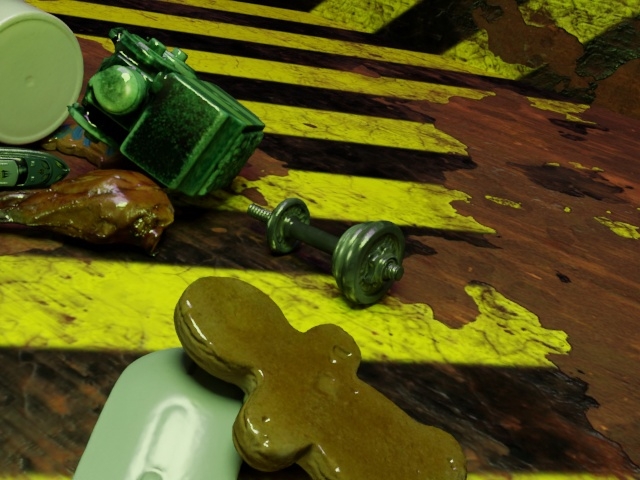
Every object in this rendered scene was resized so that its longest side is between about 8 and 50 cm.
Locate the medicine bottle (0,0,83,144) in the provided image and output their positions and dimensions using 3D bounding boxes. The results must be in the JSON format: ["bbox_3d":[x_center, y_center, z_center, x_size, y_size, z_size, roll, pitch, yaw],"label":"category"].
[{"bbox_3d":[-0.533,-0.284,1.161,0.302,0.241,0.241,26,29,25],"label":"medicine bottle"}]

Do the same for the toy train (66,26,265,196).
[{"bbox_3d":[-0.210,-0.171,1.092,0.238,0.166,0.299,37,10,0],"label":"toy train"}]

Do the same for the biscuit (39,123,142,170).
[{"bbox_3d":[-0.303,-0.156,1.244,0.281,0.043,0.183,0,32,-18],"label":"biscuit"}]

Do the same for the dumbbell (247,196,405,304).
[{"bbox_3d":[0.000,0.000,0.995,0.255,0.110,0.110,23,27,35],"label":"dumbbell"}]

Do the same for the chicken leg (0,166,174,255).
[{"bbox_3d":[-0.333,-0.040,0.948,0.305,0.093,0.113,1,39,-13],"label":"chicken leg"}]

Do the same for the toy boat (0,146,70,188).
[{"bbox_3d":[-0.415,-0.098,1.053,0.141,0.055,0.060,0,21,-24],"label":"toy boat"}]

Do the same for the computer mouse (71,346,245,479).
[{"bbox_3d":[-0.123,0.163,0.642,0.128,0.079,0.230,10,29,1],"label":"computer mouse"}]

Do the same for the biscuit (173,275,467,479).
[{"bbox_3d":[-0.004,0.143,0.660,0.301,0.049,0.197,41,26,4],"label":"biscuit"}]
